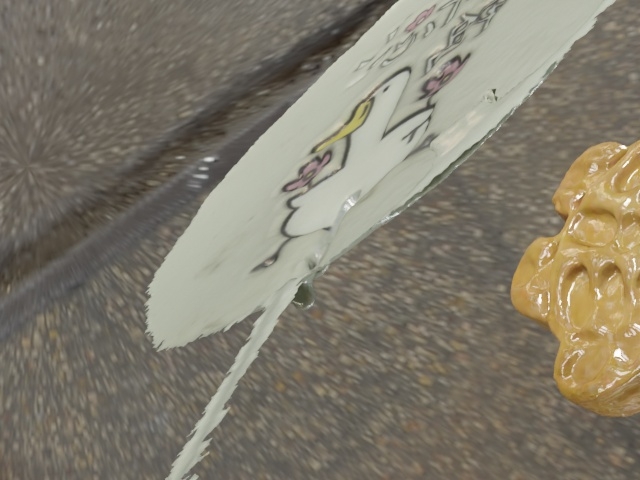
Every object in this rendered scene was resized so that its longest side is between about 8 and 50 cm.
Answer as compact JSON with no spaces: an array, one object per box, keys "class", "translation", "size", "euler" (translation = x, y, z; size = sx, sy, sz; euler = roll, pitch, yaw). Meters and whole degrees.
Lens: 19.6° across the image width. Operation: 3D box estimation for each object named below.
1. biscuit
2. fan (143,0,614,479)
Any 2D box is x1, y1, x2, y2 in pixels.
[{"class":"biscuit","translation":[0.202,0.015,0.871],"size":[0.044,0.289,0.202],"euler":[35,84,-38]},{"class":"fan","translation":[0.001,0.001,0.535],"size":[0.012,0.414,0.233],"euler":[45,129,-13]}]
